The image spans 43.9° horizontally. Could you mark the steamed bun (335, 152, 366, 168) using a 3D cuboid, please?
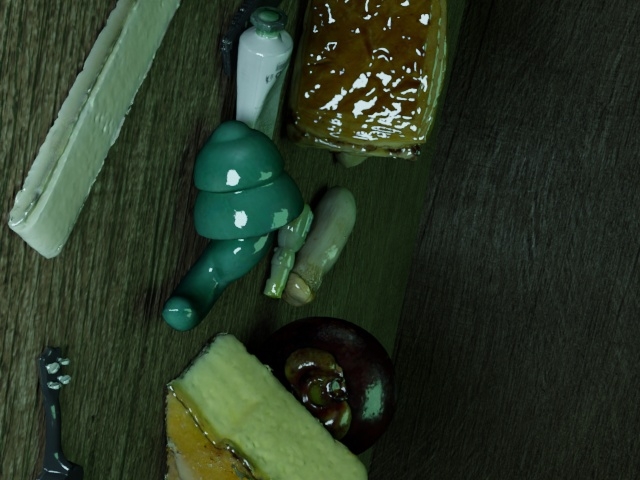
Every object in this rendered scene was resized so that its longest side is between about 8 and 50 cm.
[{"bbox_3d":[0.102,-0.294,1.789,0.212,0.110,0.231,63,40,-66],"label":"steamed bun"}]

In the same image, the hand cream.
[{"bbox_3d":[-0.096,-0.199,1.218,0.121,0.076,0.336,-56,166,-41],"label":"hand cream"}]

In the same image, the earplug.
[{"bbox_3d":[-0.142,-0.028,1.137,0.257,0.164,0.280,-15,111,-31],"label":"earplug"}]

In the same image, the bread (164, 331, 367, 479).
[{"bbox_3d":[-0.087,0.321,1.289,0.248,0.315,0.279,-49,139,-62],"label":"bread"}]

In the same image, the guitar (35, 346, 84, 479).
[{"bbox_3d":[-0.305,0.248,0.921,0.084,0.038,0.271,-42,143,-66],"label":"guitar"}]

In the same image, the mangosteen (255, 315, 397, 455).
[{"bbox_3d":[0.004,0.299,1.556,0.293,0.297,0.297,-85,179,-60],"label":"mangosteen"}]

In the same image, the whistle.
[{"bbox_3d":[-0.061,0.018,1.557,0.104,0.057,0.198,62,43,-76],"label":"whistle"}]

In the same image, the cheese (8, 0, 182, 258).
[{"bbox_3d":[-0.228,-0.174,0.863,0.085,0.034,0.401,60,44,-62],"label":"cheese"}]

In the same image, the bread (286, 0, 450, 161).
[{"bbox_3d":[0.095,-0.316,1.452,0.167,0.277,0.325,-35,132,-74],"label":"bread"}]

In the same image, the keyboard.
[{"bbox_3d":[-0.098,-0.342,1.202,0.072,0.023,0.231,94,17,-53],"label":"keyboard"}]

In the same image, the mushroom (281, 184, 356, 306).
[{"bbox_3d":[0.000,0.000,1.701,0.122,0.095,0.351,-42,-165,46],"label":"mushroom"}]
